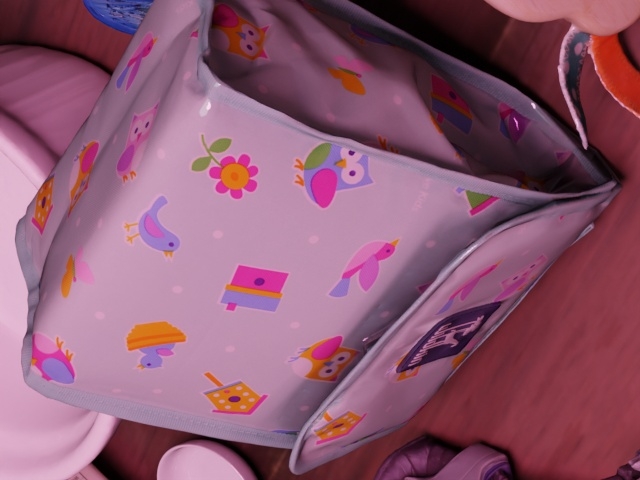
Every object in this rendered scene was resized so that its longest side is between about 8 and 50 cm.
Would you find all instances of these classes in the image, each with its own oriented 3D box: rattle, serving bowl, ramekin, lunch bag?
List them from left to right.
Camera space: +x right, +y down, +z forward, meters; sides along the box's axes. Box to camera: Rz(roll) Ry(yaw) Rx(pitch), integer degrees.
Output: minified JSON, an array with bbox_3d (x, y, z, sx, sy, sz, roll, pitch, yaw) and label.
[{"bbox_3d":[-0.200,0.008,1.127,0.277,0.135,0.277,16,122,28],"label":"ramekin"},{"bbox_3d":[-0.071,0.169,1.195,0.083,0.027,0.083,17,123,27],"label":"serving bowl"},{"bbox_3d":[0.000,0.000,0.926,0.262,0.160,0.223,21,125,-25],"label":"lunch bag"},{"bbox_3d":[0.101,-0.155,0.875,0.143,0.130,0.199,19,151,38],"label":"rattle"}]

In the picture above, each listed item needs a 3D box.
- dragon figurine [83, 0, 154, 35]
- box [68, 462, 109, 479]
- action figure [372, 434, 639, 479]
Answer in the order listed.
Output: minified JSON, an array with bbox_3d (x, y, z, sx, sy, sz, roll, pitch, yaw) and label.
[{"bbox_3d":[-0.081,-0.161,0.945,0.289,0.144,0.085,21,125,25],"label":"dragon figurine"},{"bbox_3d":[-0.252,0.187,1.238,0.311,0.148,0.121,44,150,8],"label":"box"},{"bbox_3d":[0.166,0.189,0.997,0.285,0.099,0.185,2,110,31],"label":"action figure"}]
